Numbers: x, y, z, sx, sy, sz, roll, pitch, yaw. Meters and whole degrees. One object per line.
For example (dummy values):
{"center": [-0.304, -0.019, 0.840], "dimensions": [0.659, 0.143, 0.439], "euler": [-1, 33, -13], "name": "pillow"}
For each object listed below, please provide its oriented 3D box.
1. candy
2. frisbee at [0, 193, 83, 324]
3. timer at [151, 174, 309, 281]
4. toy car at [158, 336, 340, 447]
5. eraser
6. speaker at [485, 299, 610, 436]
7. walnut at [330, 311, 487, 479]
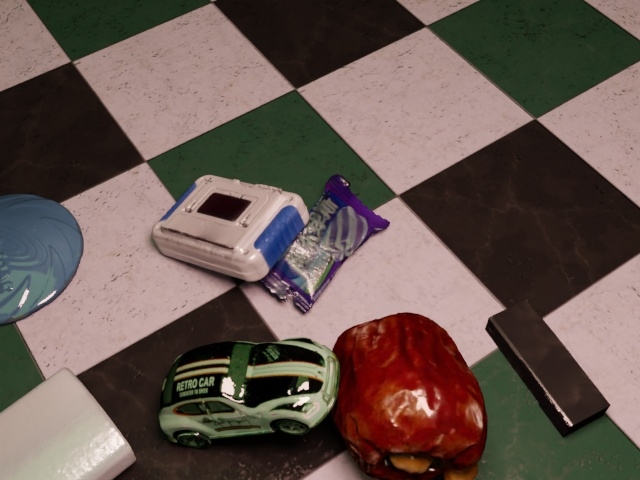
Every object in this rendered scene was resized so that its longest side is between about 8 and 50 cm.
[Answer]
{"center": [0.000, 0.000, 1.445], "dimensions": [0.145, 0.070, 0.275], "euler": [37, 60, 15], "name": "candy"}
{"center": [-0.571, 0.020, 1.447], "dimensions": [0.289, 0.049, 0.289], "euler": [0, 54, 1], "name": "frisbee"}
{"center": [-0.162, -0.033, 1.420], "dimensions": [0.253, 0.078, 0.178], "euler": [13, 53, 35], "name": "timer"}
{"center": [-0.124, 0.213, 1.202], "dimensions": [0.306, 0.125, 0.136], "euler": [-14, 49, 29], "name": "toy car"}
{"center": [-0.439, 0.339, 1.180], "dimensions": [0.290, 0.104, 0.189], "euler": [-37, 57, -23], "name": "eraser"}
{"center": [0.359, 0.201, 1.304], "dimensions": [0.082, 0.044, 0.218], "euler": [-24, 57, -15], "name": "speaker"}
{"center": [0.140, 0.230, 1.201], "dimensions": [0.244, 0.222, 0.269], "euler": [19, 40, -24], "name": "walnut"}
